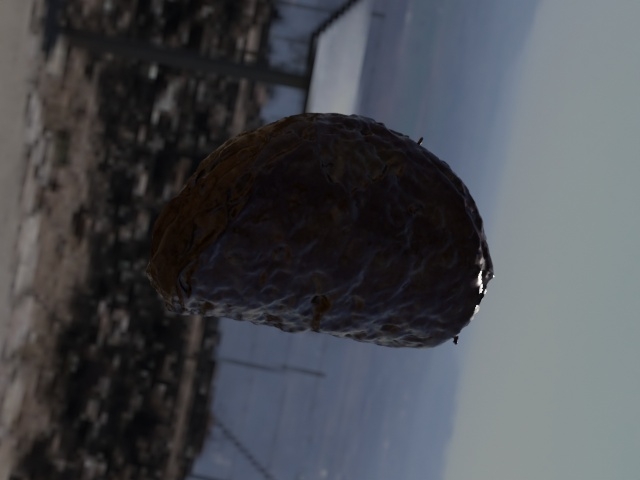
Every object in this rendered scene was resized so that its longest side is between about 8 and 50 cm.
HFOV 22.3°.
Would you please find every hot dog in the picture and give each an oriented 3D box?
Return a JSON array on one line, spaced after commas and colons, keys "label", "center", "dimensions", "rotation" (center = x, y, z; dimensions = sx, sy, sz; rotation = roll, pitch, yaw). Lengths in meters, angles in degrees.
[{"label": "hot dog", "center": [0.000, 0.000, 0.380], "dimensions": [0.058, 0.083, 0.035], "rotation": [-58, -145, 30]}]
